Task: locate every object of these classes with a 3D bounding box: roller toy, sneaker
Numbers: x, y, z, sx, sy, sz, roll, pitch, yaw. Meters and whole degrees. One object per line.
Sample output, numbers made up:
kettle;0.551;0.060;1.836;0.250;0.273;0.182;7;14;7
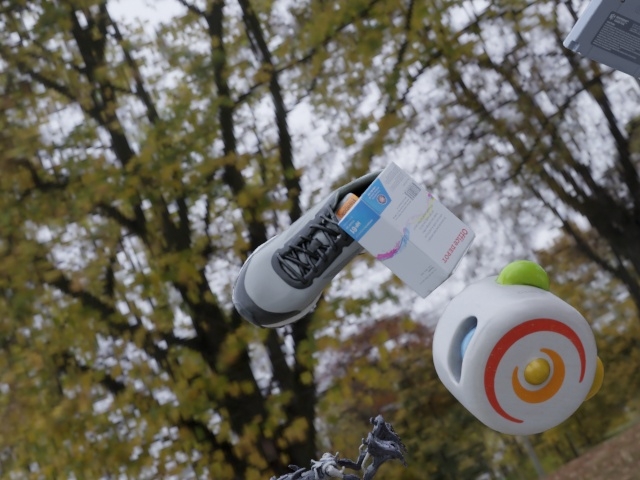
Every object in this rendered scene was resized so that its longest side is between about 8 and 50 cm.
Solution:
roller toy;0.258;0.154;1.421;0.191;0.209;0.146;-33;21;-6
sneaker;0.000;0.000;1.292;0.271;0.100;0.108;-40;-13;-25

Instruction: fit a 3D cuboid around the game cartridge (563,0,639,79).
game cartridge;0.219;-0.150;0.773;0.083;0.017;0.056;15;-56;-31

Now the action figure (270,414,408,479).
action figure;0.015;0.405;1.720;0.275;0.141;0.164;-34;12;4

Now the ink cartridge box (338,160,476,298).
ink cartridge box;0.093;-0.011;1.132;0.052;0.122;0.088;-50;-1;41
